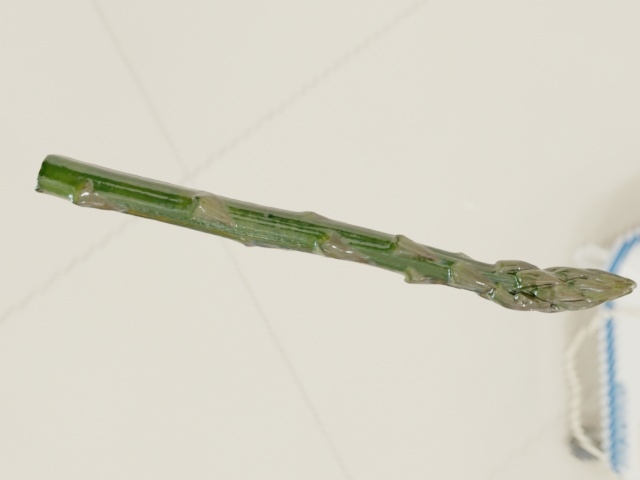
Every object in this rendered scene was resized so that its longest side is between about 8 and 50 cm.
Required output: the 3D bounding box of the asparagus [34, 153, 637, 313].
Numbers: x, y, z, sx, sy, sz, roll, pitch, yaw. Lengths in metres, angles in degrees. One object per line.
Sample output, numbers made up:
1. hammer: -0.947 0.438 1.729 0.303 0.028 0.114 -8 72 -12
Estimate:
1. asparagus: 0.000 0.000 0.487 0.016 0.163 0.016 70 39 -56
